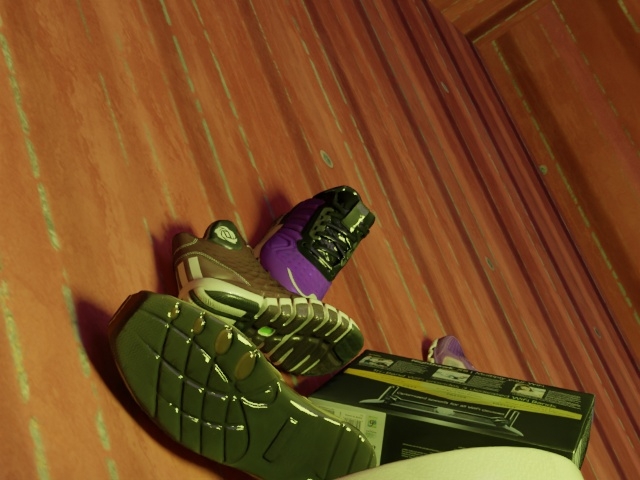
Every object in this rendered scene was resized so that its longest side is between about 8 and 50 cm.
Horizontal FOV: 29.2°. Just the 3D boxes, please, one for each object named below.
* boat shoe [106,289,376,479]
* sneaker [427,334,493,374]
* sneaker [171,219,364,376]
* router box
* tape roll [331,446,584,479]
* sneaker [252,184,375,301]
[{"bbox_3d":[-0.088,0.168,1.244,0.324,0.122,0.120,43,-9,-24],"label":"boat shoe"},{"bbox_3d":[0.238,0.234,1.890,0.095,0.104,0.236,40,25,-37],"label":"sneaker"},{"bbox_3d":[-0.065,0.052,1.442,0.281,0.106,0.162,27,31,-46],"label":"sneaker"},{"bbox_3d":[0.160,0.221,1.468,0.243,0.308,0.081,-23,122,-70],"label":"router box"},{"bbox_3d":[0.032,0.277,0.927,0.392,0.392,0.072,29,33,-53],"label":"tape roll"},{"bbox_3d":[0.000,-0.001,1.621,0.102,0.146,0.293,51,20,-16],"label":"sneaker"}]
